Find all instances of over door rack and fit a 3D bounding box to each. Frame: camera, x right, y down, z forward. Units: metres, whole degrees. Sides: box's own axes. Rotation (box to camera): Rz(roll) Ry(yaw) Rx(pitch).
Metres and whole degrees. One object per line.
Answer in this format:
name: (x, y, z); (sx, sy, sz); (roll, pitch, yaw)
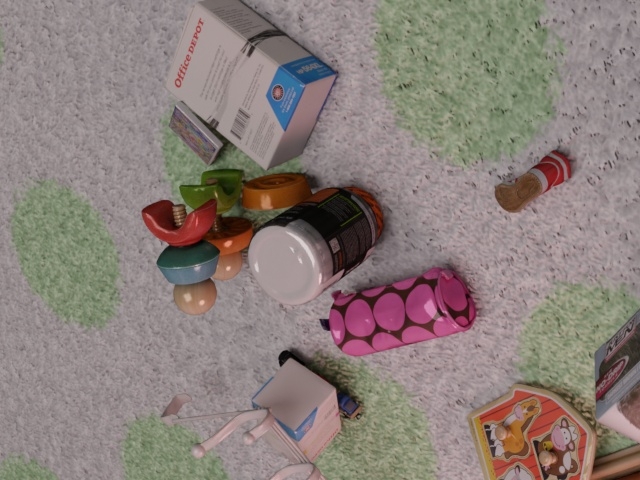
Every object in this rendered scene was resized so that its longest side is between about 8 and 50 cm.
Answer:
over door rack: (-0.105, 0.354, 1.611); (0.239, 0.108, 0.324); (53, 153, -17)

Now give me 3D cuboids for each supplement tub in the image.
supplement tub: (0.000, 0.000, 1.431); (0.117, 0.190, 0.117); (14, 117, 29)

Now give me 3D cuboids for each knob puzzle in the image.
knob puzzle: (0.275, 0.277, 1.398); (0.213, 0.030, 0.213); (-10, 77, 50)

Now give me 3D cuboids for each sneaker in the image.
sneaker: (0.262, -0.072, 1.317); (0.042, 0.067, 0.118); (57, 160, 0)

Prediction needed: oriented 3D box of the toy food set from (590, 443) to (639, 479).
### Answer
toy food set: (0.416, 0.376, 1.350); (0.306, 0.092, 0.220); (-32, 88, 41)

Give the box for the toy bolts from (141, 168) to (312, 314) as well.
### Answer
toy bolts: (-0.127, 0.006, 1.514); (0.218, 0.228, 0.158); (2, 110, 27)

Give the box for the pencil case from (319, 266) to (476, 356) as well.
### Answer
pencil case: (0.106, 0.095, 1.465); (0.209, 0.095, 0.098); (-17, 82, 37)

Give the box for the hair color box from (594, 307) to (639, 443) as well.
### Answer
hair color box: (0.489, 0.177, 1.103); (0.374, 0.113, 0.185); (28, 127, -7)

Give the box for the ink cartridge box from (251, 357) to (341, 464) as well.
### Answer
ink cartridge box: (-0.033, 0.263, 1.600); (0.090, 0.092, 0.143); (31, 151, 26)

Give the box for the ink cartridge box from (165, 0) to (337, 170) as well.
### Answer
ink cartridge box: (-0.099, -0.219, 1.482); (0.203, 0.086, 0.148); (40, 128, 17)

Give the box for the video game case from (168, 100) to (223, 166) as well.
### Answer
video game case: (-0.182, -0.153, 1.565); (0.087, 0.011, 0.122); (45, 165, -3)

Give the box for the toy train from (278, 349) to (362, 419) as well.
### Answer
toy train: (-0.001, 0.216, 1.624); (0.158, 0.027, 0.036); (36, 155, 18)
